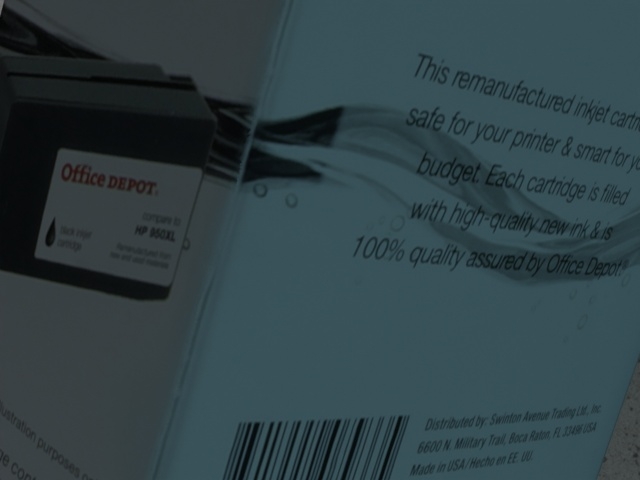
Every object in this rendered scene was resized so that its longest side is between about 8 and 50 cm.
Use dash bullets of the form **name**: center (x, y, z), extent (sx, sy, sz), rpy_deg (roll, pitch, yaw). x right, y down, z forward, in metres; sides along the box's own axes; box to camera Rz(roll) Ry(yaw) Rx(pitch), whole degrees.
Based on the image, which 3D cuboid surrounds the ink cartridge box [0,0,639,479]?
- **ink cartridge box**: center (0.014, -0.015, 0.535), extent (0.166, 0.394, 0.285), rpy_deg (26, -166, 41)
